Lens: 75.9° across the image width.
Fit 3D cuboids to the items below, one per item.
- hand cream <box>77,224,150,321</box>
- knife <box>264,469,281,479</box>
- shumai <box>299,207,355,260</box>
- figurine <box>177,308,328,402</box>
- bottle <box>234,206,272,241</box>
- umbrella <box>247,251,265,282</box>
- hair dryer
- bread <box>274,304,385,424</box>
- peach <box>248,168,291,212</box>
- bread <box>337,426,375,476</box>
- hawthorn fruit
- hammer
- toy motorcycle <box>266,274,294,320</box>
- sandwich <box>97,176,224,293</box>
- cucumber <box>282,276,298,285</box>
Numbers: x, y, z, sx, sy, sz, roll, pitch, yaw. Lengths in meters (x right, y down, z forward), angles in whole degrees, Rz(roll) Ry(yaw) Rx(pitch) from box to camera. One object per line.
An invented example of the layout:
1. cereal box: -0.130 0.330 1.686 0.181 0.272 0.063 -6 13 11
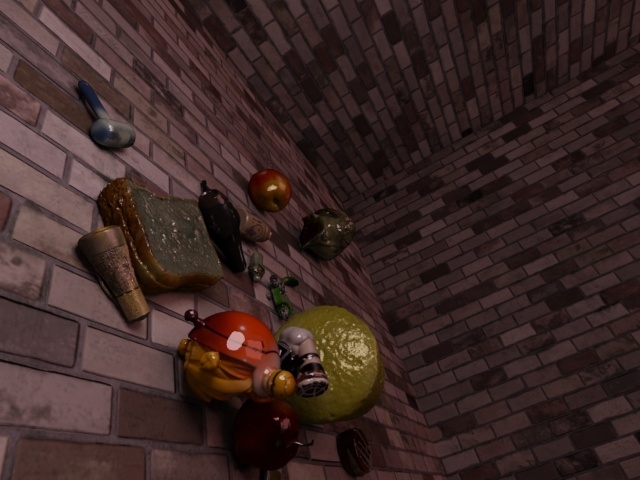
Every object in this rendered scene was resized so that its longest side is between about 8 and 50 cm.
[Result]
1. hand cream: -0.408 0.073 0.835 0.084 0.084 0.203 -56 125 -75
2. knife: -0.119 0.568 1.010 0.061 0.027 0.343 57 17 -29
3. shumai: 0.000 0.000 2.194 0.292 0.329 0.288 27 34 7
4. figurine: -0.167 0.265 0.937 0.323 0.320 0.195 16 77 -35
5. bottle: -0.268 -0.052 1.551 0.110 0.097 0.209 21 -6 25
6. umbrella: -0.230 0.097 1.474 0.143 0.062 0.067 -102 -170 -51
7. hair dryer: -0.337 -0.089 1.355 0.359 0.120 0.303 56 -13 46
8. bread: 0.038 0.401 1.274 0.307 0.349 0.348 53 15 -51
9. peach: -0.227 -0.227 1.848 0.190 0.190 0.192 43 22 -54
10. bread: 0.126 0.751 1.460 0.160 0.073 0.160 57 14 -22
11. hawthorn fruit: -0.107 0.446 0.949 0.157 0.194 0.156 5 90 -66
12. hammer: -0.563 -0.326 1.054 0.193 0.070 0.116 57 14 1
13. toy motorcycle: -0.143 0.219 1.524 0.106 0.074 0.190 58 9 -58
14. sandwich: -0.377 0.000 1.017 0.271 0.099 0.301 61 11 12
15. cucumber: -0.124 0.173 1.753 0.037 0.037 0.155 67 14 20
